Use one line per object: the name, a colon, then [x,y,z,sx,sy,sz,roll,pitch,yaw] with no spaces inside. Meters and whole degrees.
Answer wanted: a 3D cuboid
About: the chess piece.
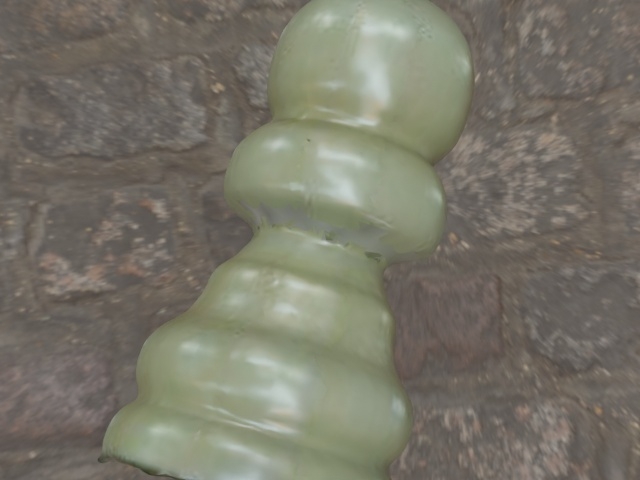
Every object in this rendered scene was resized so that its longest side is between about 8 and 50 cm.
chess piece: [0.000,0.000,0.818,0.182,0.182,0.330,16,78,4]
